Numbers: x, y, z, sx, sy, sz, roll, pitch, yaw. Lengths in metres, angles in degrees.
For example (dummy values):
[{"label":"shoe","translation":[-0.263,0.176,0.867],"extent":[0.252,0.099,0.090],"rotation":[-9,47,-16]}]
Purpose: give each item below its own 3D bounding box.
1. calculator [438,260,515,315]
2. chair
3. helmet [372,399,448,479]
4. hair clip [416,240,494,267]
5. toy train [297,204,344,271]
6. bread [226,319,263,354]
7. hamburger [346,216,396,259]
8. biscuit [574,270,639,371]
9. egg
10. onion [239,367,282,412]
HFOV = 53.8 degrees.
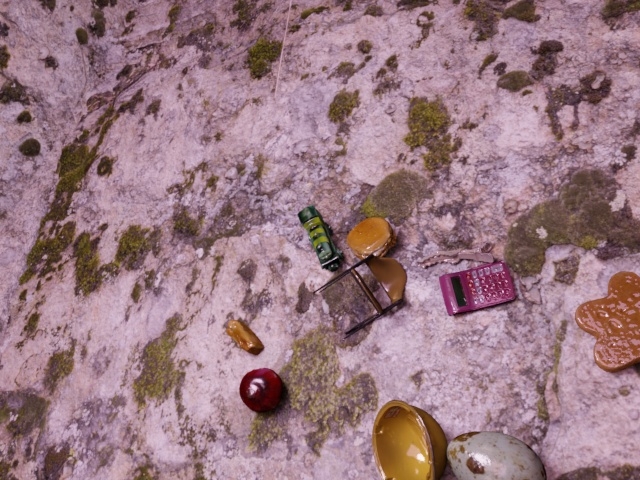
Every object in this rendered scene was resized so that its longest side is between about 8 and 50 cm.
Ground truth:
[{"label":"calculator","translation":[0.432,0.133,1.741],"extent":[0.191,0.034,0.126],"rotation":[-15,58,11]},{"label":"chair","translation":[0.128,0.144,1.791],"extent":[0.247,0.172,0.158],"rotation":[-34,85,6]},{"label":"helmet","translation":[0.245,0.519,1.558],"extent":[0.205,0.140,0.256],"rotation":[-40,56,43]},{"label":"hair clip","translation":[0.385,0.041,1.806],"extent":[0.226,0.034,0.072],"rotation":[-7,38,27]},{"label":"toy train","translation":[0.001,0.000,1.954],"extent":[0.083,0.132,0.200],"rotation":[-31,53,8]},{"label":"bread","translation":[-0.233,0.297,1.943],"extent":[0.132,0.074,0.053],"rotation":[40,96,37]},{"label":"hamburger","translation":[0.156,-0.006,1.898],"extent":[0.138,0.083,0.147],"rotation":[-39,35,-11]},{"label":"biscuit","translation":[0.812,0.185,1.521],"extent":[0.355,0.052,0.275],"rotation":[-25,57,10]},{"label":"egg","translation":[0.403,0.526,1.457],"extent":[0.231,0.169,0.169],"rotation":[22,75,22]},{"label":"onion","translation":[-0.171,0.430,1.815],"extent":[0.131,0.131,0.131],"rotation":[-11,60,20]}]
